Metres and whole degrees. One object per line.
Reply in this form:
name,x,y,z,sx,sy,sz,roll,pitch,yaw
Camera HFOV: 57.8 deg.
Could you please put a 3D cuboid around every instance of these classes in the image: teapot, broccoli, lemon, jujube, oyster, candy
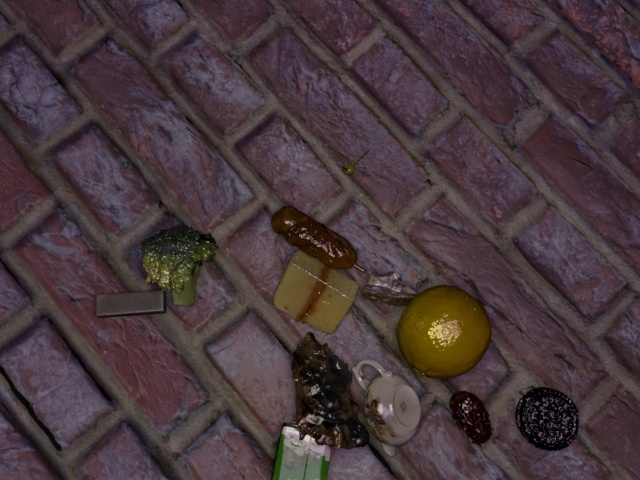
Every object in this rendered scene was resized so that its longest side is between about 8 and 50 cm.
teapot,0.200,0.488,1.714,0.204,0.139,0.298,-11,80,-45
broccoli,-0.414,0.081,1.760,0.247,0.263,0.243,-12,109,-36
lemon,0.363,0.269,1.716,0.293,0.293,0.293,1,77,-3
jujube,0.462,0.531,1.753,0.104,0.104,0.166,-36,94,-10
oyster,0.034,0.432,1.704,0.221,0.096,0.361,18,45,-29
candy,0.123,-0.265,1.947,0.123,0.035,0.035,-42,114,-20

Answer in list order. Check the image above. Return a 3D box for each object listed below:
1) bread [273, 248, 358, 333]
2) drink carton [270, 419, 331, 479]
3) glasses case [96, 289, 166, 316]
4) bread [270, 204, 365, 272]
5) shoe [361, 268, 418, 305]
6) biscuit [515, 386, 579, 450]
bread,-0.023,0.169,1.838,0.240,0.135,0.178,30,111,3
drink carton,-0.062,0.668,1.679,0.161,0.108,0.271,10,76,-1
glasses case,-0.582,0.197,1.788,0.205,0.047,0.071,-4,73,-4
bread,0.000,0.001,1.842,0.344,0.084,0.124,32,68,5
shoe,0.220,0.148,1.832,0.180,0.089,0.092,9,65,-3
biscuit,0.696,0.547,1.779,0.194,0.053,0.194,1,78,-3
